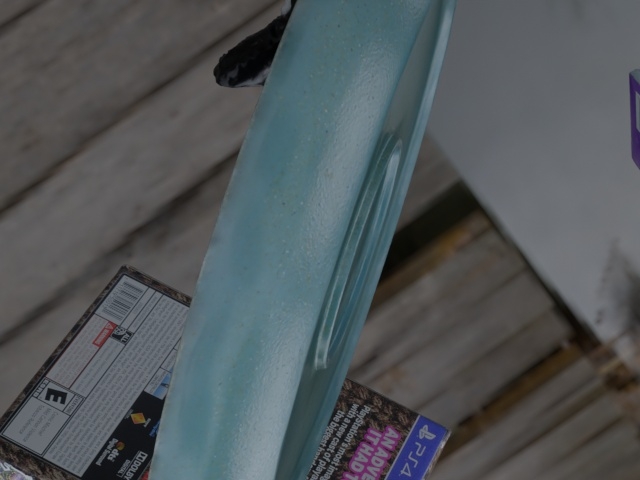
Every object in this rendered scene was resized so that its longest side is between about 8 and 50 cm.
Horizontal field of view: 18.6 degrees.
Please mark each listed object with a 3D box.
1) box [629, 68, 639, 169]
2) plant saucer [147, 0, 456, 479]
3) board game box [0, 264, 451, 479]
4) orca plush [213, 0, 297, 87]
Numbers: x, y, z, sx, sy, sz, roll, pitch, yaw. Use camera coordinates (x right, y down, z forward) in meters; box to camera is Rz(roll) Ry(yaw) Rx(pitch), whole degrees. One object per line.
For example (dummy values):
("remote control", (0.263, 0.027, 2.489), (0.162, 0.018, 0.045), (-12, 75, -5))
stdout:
("box", (0.282, -0.002, 0.835), (0.201, 0.293, 0.057), (-16, 129, -8))
("plant saucer", (0.000, 0.000, 0.809), (0.317, 0.044, 0.317), (19, 90, -84))
("board game box", (-0.087, 0.191, 1.466), (0.232, 0.291, 0.141), (-56, 170, -49))
("orca plush", (0.003, -0.186, 0.869), (0.151, 0.102, 0.287), (20, 120, -6))
